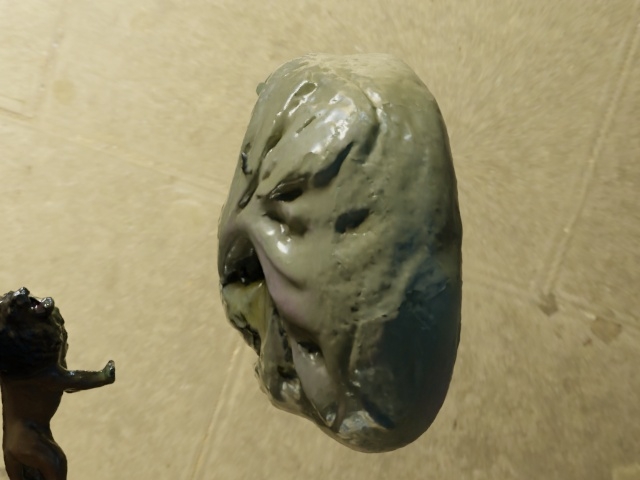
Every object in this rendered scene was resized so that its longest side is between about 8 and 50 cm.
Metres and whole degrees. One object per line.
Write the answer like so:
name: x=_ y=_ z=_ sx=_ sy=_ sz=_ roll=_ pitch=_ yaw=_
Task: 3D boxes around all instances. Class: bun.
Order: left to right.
bun: x=0.000 y=0.000 z=0.710 sx=0.116 sy=0.237 sz=0.210 roll=-3 pitch=127 yaw=-17

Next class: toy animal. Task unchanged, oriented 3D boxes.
toy animal: x=-0.189 y=0.122 z=0.909 sx=0.086 sy=0.069 sz=0.220 roll=-17 pitch=115 yaw=-25
